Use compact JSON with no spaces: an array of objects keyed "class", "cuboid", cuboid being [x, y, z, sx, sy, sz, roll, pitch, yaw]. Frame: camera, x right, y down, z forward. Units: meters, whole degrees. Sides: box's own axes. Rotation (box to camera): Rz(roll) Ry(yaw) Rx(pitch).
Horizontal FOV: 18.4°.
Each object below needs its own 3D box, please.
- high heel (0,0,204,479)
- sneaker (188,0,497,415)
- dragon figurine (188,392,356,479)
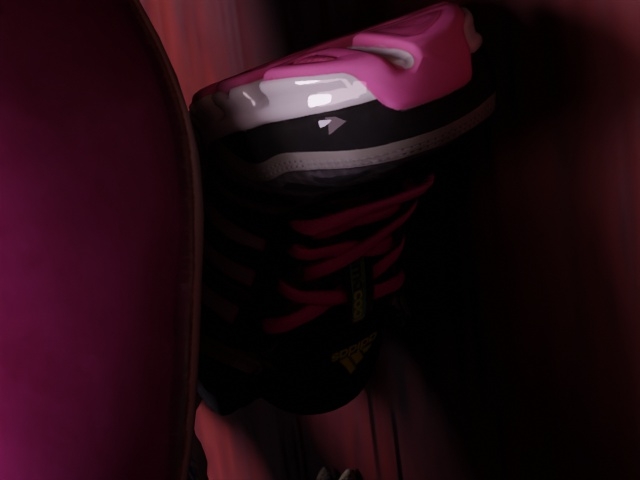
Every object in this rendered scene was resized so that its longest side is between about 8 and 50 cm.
[{"class":"high heel","cuboid":[-0.127,-0.061,0.422,0.127,0.181,0.377,159,107,-69]},{"class":"sneaker","cuboid":[0.000,0.000,0.458,0.170,0.063,0.075,-33,79,63]},{"class":"dragon figurine","cuboid":[-0.067,0.087,0.527,0.289,0.144,0.085,62,148,12]}]
